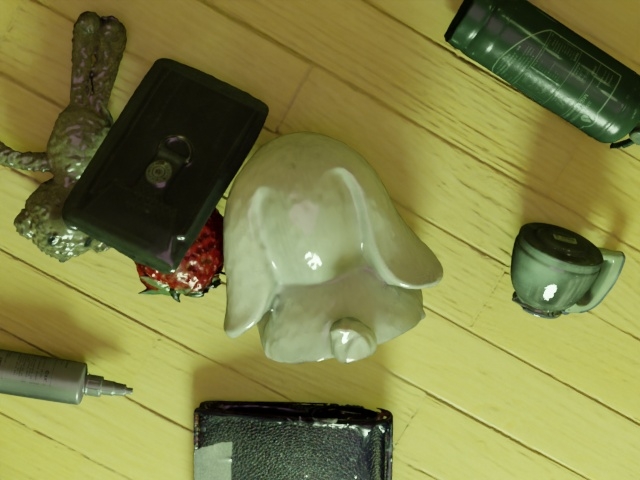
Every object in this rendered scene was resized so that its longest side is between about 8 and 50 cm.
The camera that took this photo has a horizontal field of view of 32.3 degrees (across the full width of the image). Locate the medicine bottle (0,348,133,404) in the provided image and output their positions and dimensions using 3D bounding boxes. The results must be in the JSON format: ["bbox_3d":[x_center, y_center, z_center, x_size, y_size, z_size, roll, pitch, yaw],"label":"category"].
[{"bbox_3d":[-0.340,0.179,1.425,0.199,0.057,0.057,9,101,-4],"label":"medicine bottle"}]

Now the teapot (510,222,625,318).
[{"bbox_3d":[0.298,0.040,1.404,0.111,0.149,0.108,34,119,30],"label":"teapot"}]

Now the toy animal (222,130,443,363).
[{"bbox_3d":[0.000,0.000,1.324,0.272,0.206,0.264,-12,105,3],"label":"toy animal"}]

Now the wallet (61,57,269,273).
[{"bbox_3d":[-0.183,-0.095,1.306,0.169,0.052,0.245,25,74,15],"label":"wallet"}]

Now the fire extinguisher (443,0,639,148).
[{"bbox_3d":[0.299,-0.197,1.348,0.311,0.095,0.114,31,143,-6],"label":"fire extinguisher"}]

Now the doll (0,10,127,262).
[{"bbox_3d":[-0.284,-0.119,1.360,0.203,0.091,0.285,37,85,-27],"label":"doll"}]

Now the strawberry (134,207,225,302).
[{"bbox_3d":[-0.172,-0.002,1.354,0.131,0.131,0.148,-16,102,2],"label":"strawberry"}]

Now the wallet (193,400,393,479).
[{"bbox_3d":[-0.037,0.322,1.461,0.262,0.071,0.220,2,104,4],"label":"wallet"}]
